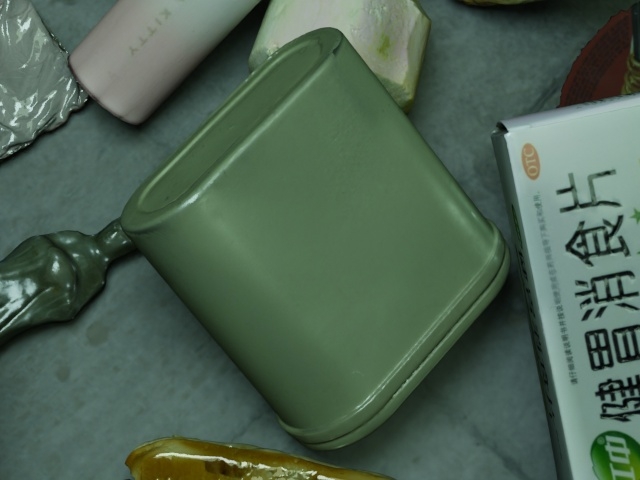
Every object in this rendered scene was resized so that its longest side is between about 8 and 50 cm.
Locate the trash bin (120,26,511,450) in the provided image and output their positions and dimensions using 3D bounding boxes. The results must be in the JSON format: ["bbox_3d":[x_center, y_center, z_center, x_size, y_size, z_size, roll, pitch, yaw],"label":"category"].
[{"bbox_3d":[0.000,0.000,1.067,0.243,0.121,0.247,-48,117,-16],"label":"trash bin"}]

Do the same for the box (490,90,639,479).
[{"bbox_3d":[0.249,0.054,1.061,0.173,0.145,0.333,-11,93,5],"label":"box"}]

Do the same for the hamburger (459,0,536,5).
[{"bbox_3d":[0.166,-0.308,1.186,0.330,0.209,0.162,12,62,32],"label":"hamburger"}]

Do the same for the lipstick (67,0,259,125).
[{"bbox_3d":[-0.071,-0.237,1.123,0.327,0.087,0.087,-44,81,16],"label":"lipstick"}]

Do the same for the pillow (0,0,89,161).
[{"bbox_3d":[-0.312,-0.186,1.186,0.135,0.049,0.248,-33,82,-18],"label":"pillow"}]

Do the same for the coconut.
[{"bbox_3d":[0.015,-0.157,1.160,0.147,0.147,0.152,17,68,0],"label":"coconut"}]

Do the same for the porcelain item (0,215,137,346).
[{"bbox_3d":[-0.232,0.037,1.123,0.216,0.069,0.081,-26,73,-17],"label":"porcelain item"}]

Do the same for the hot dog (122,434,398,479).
[{"bbox_3d":[-0.038,0.220,1.079,0.269,0.072,0.109,10,74,-1],"label":"hot dog"}]

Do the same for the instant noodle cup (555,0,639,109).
[{"bbox_3d":[0.336,-0.081,1.158,0.091,0.274,0.274,-18,71,-54],"label":"instant noodle cup"}]
